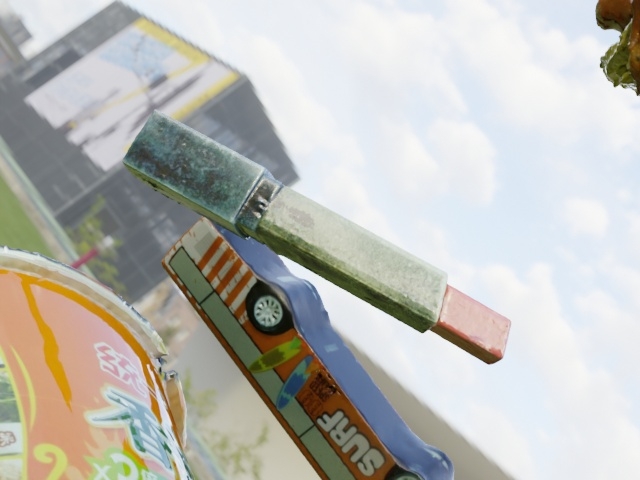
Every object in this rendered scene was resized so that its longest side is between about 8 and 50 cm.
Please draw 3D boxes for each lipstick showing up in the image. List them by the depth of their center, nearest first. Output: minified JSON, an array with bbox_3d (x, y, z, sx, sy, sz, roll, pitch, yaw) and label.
[{"bbox_3d":[0.000,0.000,0.837,0.312,0.051,0.051,28,-12,17],"label":"lipstick"}]

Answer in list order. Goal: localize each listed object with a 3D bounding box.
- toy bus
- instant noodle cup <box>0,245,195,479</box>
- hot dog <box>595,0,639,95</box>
[{"bbox_3d":[0.005,0.145,1.126,0.409,0.092,0.093,52,20,10],"label":"toy bus"},{"bbox_3d":[-0.121,0.142,0.373,0.182,0.230,0.230,50,-10,48],"label":"instant noodle cup"},{"bbox_3d":[0.274,-0.153,0.791,0.103,0.146,0.213,14,1,-36],"label":"hot dog"}]
